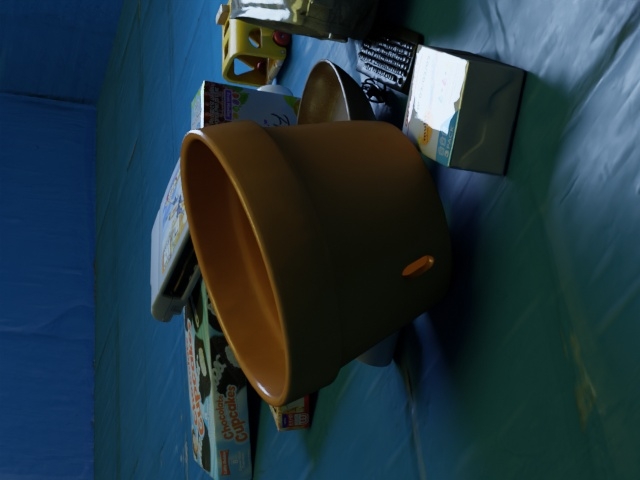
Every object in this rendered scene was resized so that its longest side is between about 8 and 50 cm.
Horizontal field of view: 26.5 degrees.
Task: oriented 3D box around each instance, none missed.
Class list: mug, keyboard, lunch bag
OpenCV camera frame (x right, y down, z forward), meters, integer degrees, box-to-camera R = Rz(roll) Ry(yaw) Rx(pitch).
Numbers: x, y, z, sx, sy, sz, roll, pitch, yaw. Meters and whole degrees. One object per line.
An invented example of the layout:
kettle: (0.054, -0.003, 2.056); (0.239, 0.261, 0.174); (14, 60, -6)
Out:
mug: (0.059, 0.093, 1.512); (0.064, 0.062, 0.078); (-67, 29, 23)
keyboard: (0.068, -0.211, 1.631); (0.192, 0.038, 0.100); (-136, 55, -70)
lunch bag: (0.002, -0.369, 1.676); (0.287, 0.169, 0.235); (-143, 64, -74)

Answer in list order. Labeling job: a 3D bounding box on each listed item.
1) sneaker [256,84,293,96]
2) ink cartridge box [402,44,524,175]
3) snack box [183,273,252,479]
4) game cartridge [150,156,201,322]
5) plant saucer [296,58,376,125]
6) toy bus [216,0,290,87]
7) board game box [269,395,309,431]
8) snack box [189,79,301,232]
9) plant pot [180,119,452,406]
sneaker: (-0.102, -0.099, 2.042); (0.256, 0.094, 0.151); (119, 152, -52)
ink cartridge box: (0.131, -0.134, 1.352); (0.181, 0.061, 0.104); (-137, 56, -70)
snack box: (-0.163, 0.197, 2.104); (0.187, 0.060, 0.322); (-172, 78, -73)
game cartridge: (-0.193, -0.043, 2.037); (0.198, 0.062, 0.297); (-101, 30, -43)
plant saucer: (0.021, -0.065, 1.663); (0.310, 0.050, 0.311); (180, 90, -75)
toy bus: (-0.110, -0.343, 2.145); (0.202, 0.104, 0.191); (-131, 50, -67)
board game box: (-0.052, 0.133, 1.809); (0.147, 0.045, 0.194); (-120, 27, -63)
snack box: (-0.087, -0.103, 1.861); (0.070, 0.174, 0.207); (134, 141, -58)
plant pot: (0.000, 0.000, 1.390); (0.291, 0.203, 0.291); (162, 90, -72)
